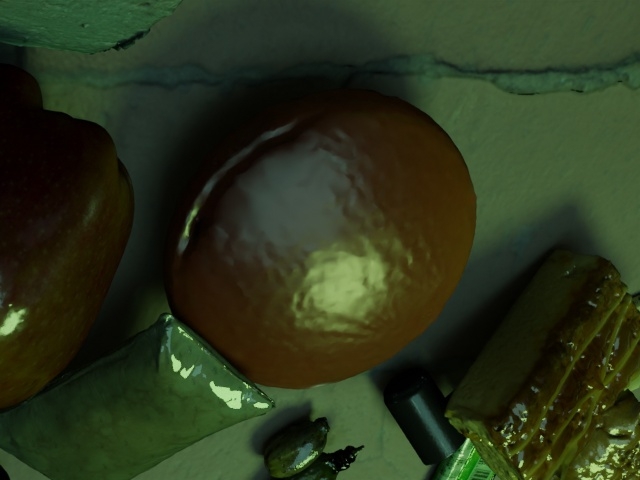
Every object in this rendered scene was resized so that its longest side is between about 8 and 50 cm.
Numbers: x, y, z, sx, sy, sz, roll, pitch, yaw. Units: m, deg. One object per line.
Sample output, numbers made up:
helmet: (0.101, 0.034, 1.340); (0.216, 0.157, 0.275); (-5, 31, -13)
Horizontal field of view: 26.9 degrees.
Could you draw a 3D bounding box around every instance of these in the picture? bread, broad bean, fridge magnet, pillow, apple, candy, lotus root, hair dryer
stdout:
bread: (0.365, 0.298, 1.834); (0.140, 0.143, 0.228); (-12, 119, -7)
bread: (0.295, 0.170, 1.684); (0.274, 0.114, 0.184); (-51, 126, -17)
broad bean: (-0.072, 0.367, 1.701); (0.339, 0.061, 0.077); (-43, 141, 3)
fridge magnet: (0.000, 0.000, 1.472); (0.364, 0.155, 0.363); (-11, 122, -19)
pillow: (-0.219, 0.193, 1.476); (0.302, 0.074, 0.185); (-29, 127, 26)
apple: (-0.329, -0.001, 1.245); (0.288, 0.288, 0.316); (37, 84, -36)
candy: (0.209, 0.289, 1.811); (0.102, 0.032, 0.178); (14, 111, -27)
lotus root: (-0.027, 0.258, 1.666); (0.099, 0.054, 0.049); (-38, 116, -2)
hair dryer: (0.200, 0.170, 1.717); (0.248, 0.070, 0.114); (-37, 105, -15)

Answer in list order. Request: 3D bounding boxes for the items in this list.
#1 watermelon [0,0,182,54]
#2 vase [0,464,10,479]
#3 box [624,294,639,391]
watermelon: (-0.189, -0.285, 1.158); (0.387, 0.258, 0.228); (-42, 124, 6)
vase: (-0.440, 0.330, 1.506); (0.211, 0.060, 0.060); (-45, 126, 5)
box: (0.426, 0.145, 1.841); (0.073, 0.020, 0.149); (-22, 124, -13)
